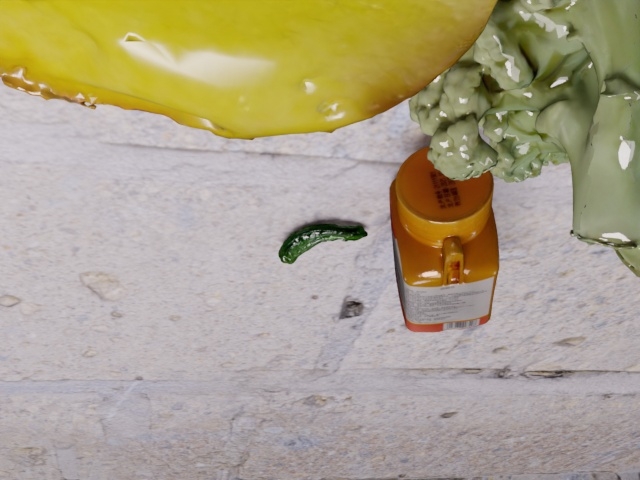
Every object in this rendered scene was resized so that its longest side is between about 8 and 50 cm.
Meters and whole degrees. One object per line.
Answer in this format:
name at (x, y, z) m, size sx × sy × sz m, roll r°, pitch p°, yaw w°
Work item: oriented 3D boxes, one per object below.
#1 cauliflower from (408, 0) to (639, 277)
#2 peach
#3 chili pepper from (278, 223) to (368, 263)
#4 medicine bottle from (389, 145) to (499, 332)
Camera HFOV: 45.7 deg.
cauliflower at (0.193, -0.127, 0.575) m, size 0.260 × 0.281 × 0.327 m, roll 15°, pitch 148°, yaw 20°
peach at (-0.112, -0.213, 0.414) m, size 0.380 × 0.242 × 0.306 m, roll 7°, pitch 164°, yaw -23°
chili pepper at (-0.001, -0.006, 0.961) m, size 0.118 × 0.035 × 0.055 m, roll -19°, pitch 160°, yaw 3°
medicine bottle at (0.139, -0.003, 0.871) m, size 0.112 × 0.149 × 0.222 m, roll -7°, pitch 148°, yaw 4°
